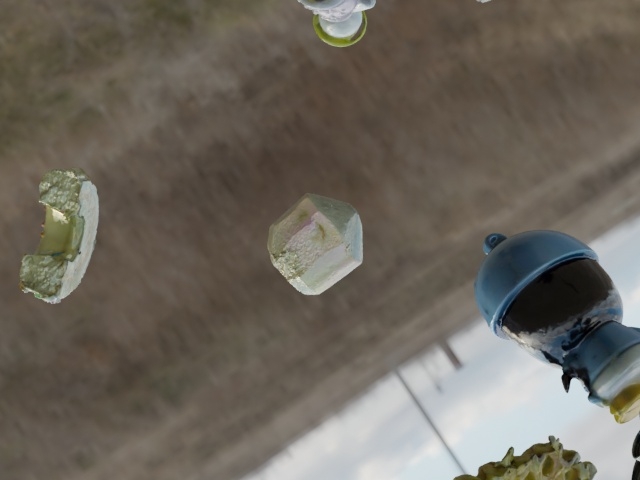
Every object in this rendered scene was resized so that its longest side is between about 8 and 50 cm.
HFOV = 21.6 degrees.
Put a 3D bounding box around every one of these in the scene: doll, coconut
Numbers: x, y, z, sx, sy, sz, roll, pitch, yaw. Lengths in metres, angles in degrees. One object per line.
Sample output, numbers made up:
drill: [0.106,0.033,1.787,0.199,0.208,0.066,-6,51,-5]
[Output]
doll: [0.018,-0.328,2.304,0.207,0.129,0.081,55,49,-67]
coconut: [0.000,0.000,2.175,0.122,0.116,0.116,-41,174,10]
doll: [0.308,0.096,2.117,0.177,0.314,0.141,-22,145,-27]

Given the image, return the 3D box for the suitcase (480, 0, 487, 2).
suitcase: [0.158,-0.440,2.021,0.128,0.202,0.312,-51,155,-21]

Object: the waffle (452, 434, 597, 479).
waffle: [0.244,0.393,2.173,0.329,0.329,0.062,-31,-148,-30]

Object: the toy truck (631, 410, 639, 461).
toy truck: [0.384,0.147,1.634,0.114,0.098,0.227,-46,-157,60]

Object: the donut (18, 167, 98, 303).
donut: [-0.316,-0.009,2.047,0.108,0.065,0.166,-3,105,-81]

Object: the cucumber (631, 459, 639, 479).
cucumber: [0.407,0.306,2.120,0.034,0.135,0.033,10,168,-26]
